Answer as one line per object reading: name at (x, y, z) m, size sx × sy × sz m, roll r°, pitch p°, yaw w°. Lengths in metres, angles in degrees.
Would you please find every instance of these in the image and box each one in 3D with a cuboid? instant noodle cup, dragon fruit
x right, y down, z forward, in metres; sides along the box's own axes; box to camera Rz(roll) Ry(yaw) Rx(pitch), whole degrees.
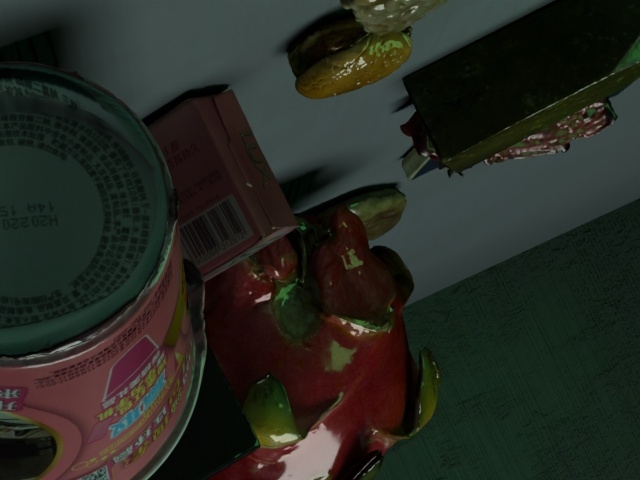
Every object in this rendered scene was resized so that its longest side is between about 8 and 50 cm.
instant noodle cup at (-0.169, 0.029, 0.968) m, size 0.244 × 0.244 × 0.255 m, roll -23°, pitch 165°, yaw -17°
dragon fruit at (0.166, -0.110, 1.516) m, size 0.192 × 0.092 × 0.122 m, roll -22°, pitch 172°, yaw -21°
dragon fruit at (-0.029, 0.101, 1.647) m, size 0.305 × 0.305 × 0.226 m, roll -21°, pitch 164°, yaw -33°

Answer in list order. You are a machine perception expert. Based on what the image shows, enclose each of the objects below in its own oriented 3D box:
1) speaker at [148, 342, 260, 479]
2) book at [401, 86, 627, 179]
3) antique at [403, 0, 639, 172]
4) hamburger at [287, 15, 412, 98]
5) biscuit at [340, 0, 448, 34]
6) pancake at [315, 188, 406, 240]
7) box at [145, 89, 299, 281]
speaker at (-0.214, 0.118, 1.309) m, size 0.184 × 0.232 × 0.254 m, roll -26°, pitch 176°, yaw -34°
book at (0.225, -0.143, 1.741) m, size 0.269 × 0.025 × 0.191 m, roll -22°, pitch 172°, yaw -21°
antique at (0.186, -0.141, 1.417) m, size 0.221 × 0.080 × 0.081 m, roll -26°, pitch 171°, yaw 9°
hamburger at (0.021, -0.122, 1.147) m, size 0.083 × 0.044 × 0.076 m, roll -17°, pitch 168°, yaw -34°
biscuit at (0.085, -0.171, 0.936) m, size 0.168 × 0.070 × 0.082 m, roll -25°, pitch 164°, yaw 15°
pancake at (0.001, 0.001, 1.939) m, size 0.222 × 0.042 × 0.236 m, roll -22°, pitch 171°, yaw -12°
box at (-0.104, -0.020, 1.184) m, size 0.156 × 0.111 × 0.060 m, roll -28°, pitch 178°, yaw 25°
